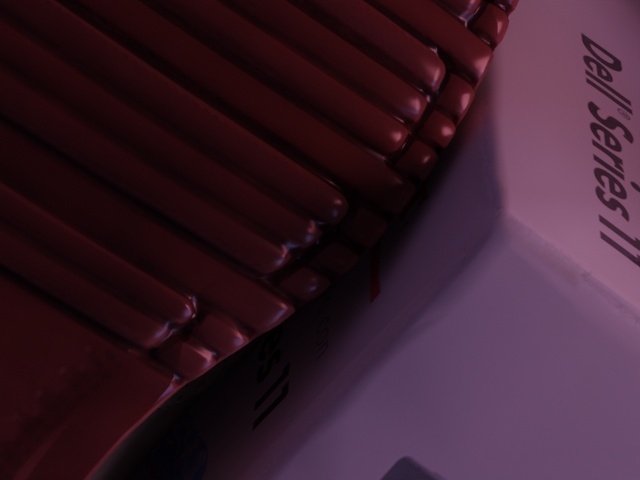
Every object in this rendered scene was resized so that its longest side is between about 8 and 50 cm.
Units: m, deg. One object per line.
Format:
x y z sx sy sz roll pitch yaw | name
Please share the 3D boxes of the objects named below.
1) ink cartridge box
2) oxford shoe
0.024 0.047 0.508 0.353 0.119 0.207 -48 -165 24 | ink cartridge box
-0.071 0.001 0.436 0.348 0.123 0.130 -52 -175 -8 | oxford shoe
